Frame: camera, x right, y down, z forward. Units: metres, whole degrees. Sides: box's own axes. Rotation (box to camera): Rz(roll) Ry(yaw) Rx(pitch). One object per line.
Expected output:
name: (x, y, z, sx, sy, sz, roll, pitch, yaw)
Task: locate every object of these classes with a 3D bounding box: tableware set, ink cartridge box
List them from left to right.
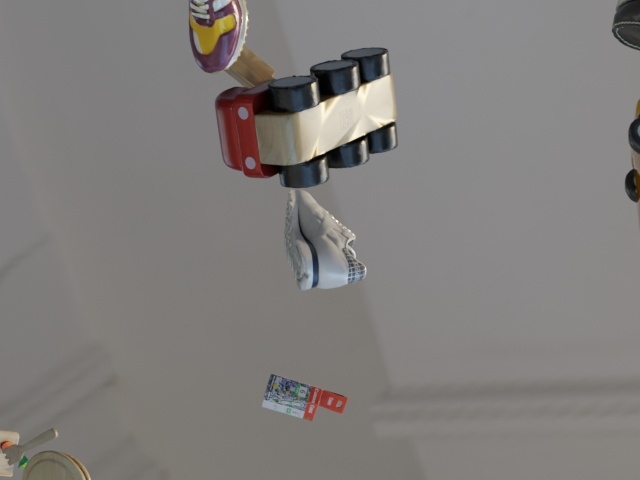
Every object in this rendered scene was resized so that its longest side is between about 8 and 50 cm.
tableware set: (-0.315, 0.283, 1.850, 0.194, 0.128, 0.039, -26, 177, 30)
ink cartridge box: (-0.023, 0.228, 2.428, 0.115, 0.063, 0.029, 17, -119, 0)

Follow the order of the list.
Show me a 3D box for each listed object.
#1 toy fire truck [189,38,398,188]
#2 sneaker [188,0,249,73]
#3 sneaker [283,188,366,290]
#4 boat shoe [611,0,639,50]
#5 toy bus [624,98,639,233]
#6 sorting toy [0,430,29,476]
toy fire truck: (-0.061, -0.169, 2.007, 0.246, 0.159, 0.217, 6, -158, 37)
sneaker: (-0.118, -0.261, 1.725, 0.069, 0.186, 0.084, 7, -175, 37)
sneaker: (0.000, 0.000, 2.508, 0.094, 0.090, 0.235, -5, -147, -9)
boat shoe: (0.347, -0.180, 1.573, 0.227, 0.081, 0.069, 16, -103, 52)
toy bus: (0.395, 0.005, 1.790, 0.130, 0.108, 0.333, -3, -124, 5)
sorting toy: (-0.431, 0.293, 2.365, 0.083, 0.062, 0.012, 11, 174, -38)
